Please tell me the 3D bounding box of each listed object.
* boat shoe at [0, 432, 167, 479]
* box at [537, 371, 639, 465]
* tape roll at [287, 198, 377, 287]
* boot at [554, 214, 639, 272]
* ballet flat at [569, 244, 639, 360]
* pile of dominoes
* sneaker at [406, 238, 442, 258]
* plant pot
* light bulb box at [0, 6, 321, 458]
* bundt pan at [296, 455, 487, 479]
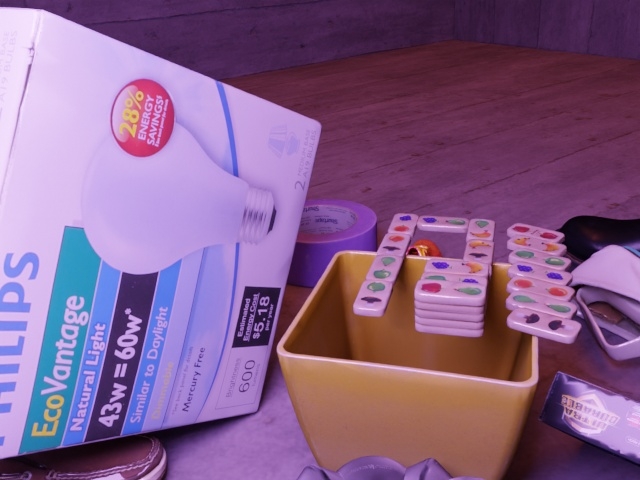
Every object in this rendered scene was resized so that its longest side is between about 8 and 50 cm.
[{"bbox_3d":[-0.284,0.213,0.666,0.258,0.095,0.095,-6,24,-9],"label":"boat shoe"},{"bbox_3d":[0.323,0.189,0.595,0.220,0.051,0.175,18,-9,38],"label":"box"},{"bbox_3d":[0.000,0.000,1.137,0.189,0.080,0.189,-2,23,1],"label":"tape roll"},{"bbox_3d":[0.514,-0.054,0.981,0.348,0.260,0.131,14,29,32],"label":"boot"},{"bbox_3d":[0.412,0.121,0.795,0.139,0.139,0.400,-7,20,-10],"label":"ballet flat"},{"bbox_3d":[0.149,0.014,0.679,0.196,0.040,0.251,4,25,15],"label":"pile of dominoes"},{"bbox_3d":[0.156,0.031,1.066,0.064,0.067,0.175,2,23,15],"label":"sneaker"},{"bbox_3d":[0.096,0.144,0.672,0.212,0.187,0.212,4,25,16],"label":"plant pot"},{"bbox_3d":[-0.221,-0.006,0.700,0.225,0.357,0.361,15,4,35],"label":"light bulb box"},{"bbox_3d":[0.048,0.271,0.470,0.331,0.124,0.331,-2,23,1],"label":"bundt pan"}]
